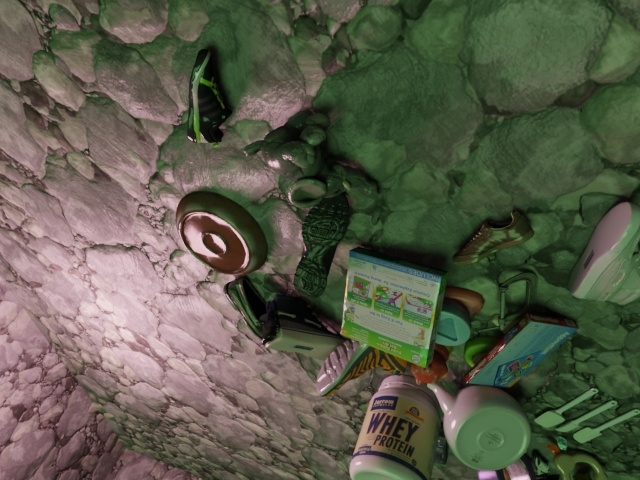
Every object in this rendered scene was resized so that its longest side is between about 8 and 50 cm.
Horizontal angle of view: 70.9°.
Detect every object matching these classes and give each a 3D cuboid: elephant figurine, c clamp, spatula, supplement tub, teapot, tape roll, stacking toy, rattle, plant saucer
[{"bbox_3d":[-0.011,-0.151,1.000,0.186,0.169,0.239,29,161,42],"label":"elephant figurine"},{"bbox_3d":[0.449,0.147,1.061,0.137,0.022,0.161,-8,120,-6],"label":"c clamp"},{"bbox_3d":[0.746,0.498,1.267,0.168,0.019,0.242,28,135,4],"label":"spatula"},{"bbox_3d":[0.244,0.616,1.404,0.235,0.325,0.236,14,133,15],"label":"supplement tub"},{"bbox_3d":[0.475,0.523,1.318,0.252,0.187,0.256,-16,105,5],"label":"teapot"},{"bbox_3d":[0.604,0.764,1.450,0.189,0.189,0.080,37,134,-7],"label":"tape roll"},{"bbox_3d":[0.378,0.286,1.189,0.279,0.130,0.309,14,133,15],"label":"stacking toy"},{"bbox_3d":[0.777,0.690,1.411,0.199,0.142,0.130,37,104,14],"label":"rattle"},{"bbox_3d":[-0.306,-0.003,1.339,0.310,0.050,0.311,14,134,15],"label":"plant saucer"}]

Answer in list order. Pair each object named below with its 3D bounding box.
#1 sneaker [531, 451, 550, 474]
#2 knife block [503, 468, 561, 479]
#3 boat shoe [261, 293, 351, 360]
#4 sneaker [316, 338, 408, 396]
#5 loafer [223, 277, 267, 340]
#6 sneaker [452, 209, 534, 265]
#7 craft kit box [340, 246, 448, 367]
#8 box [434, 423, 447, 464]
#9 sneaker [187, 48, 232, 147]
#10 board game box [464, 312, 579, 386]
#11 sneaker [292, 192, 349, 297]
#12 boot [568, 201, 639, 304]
[{"bbox_3d":[0.721,0.726,1.471,0.043,0.040,0.109,-17,124,18],"label":"sneaker"},{"bbox_3d":[0.746,0.903,1.570,0.241,0.088,0.276,12,132,18],"label":"knife block"},{"bbox_3d":[-0.024,0.268,1.396,0.340,0.158,0.127,23,137,-35],"label":"boat shoe"},{"bbox_3d":[0.140,0.362,1.304,0.180,0.125,0.321,38,103,-19],"label":"sneaker"},{"bbox_3d":[-0.204,0.232,1.463,0.084,0.096,0.268,-30,108,31],"label":"loafer"},{"bbox_3d":[0.369,-0.006,0.998,0.188,0.066,0.071,-29,95,35],"label":"sneaker"},{"bbox_3d":[0.179,0.164,1.139,0.249,0.061,0.247,16,108,30],"label":"craft kit box"},{"bbox_3d":[0.342,0.708,1.623,0.232,0.059,0.184,6,131,23],"label":"box"},{"bbox_3d":[-0.248,-0.321,1.029,0.097,0.084,0.235,8,137,-12],"label":"sneaker"},{"bbox_3d":[0.502,0.287,1.142,0.145,0.027,0.281,11,131,-16],"label":"board game box"},{"bbox_3d":[0.000,0.000,1.147,0.109,0.130,0.286,21,112,0],"label":"sneaker"},{"bbox_3d":[0.608,0.033,0.893,0.123,0.095,0.258,11,141,10],"label":"boot"}]
